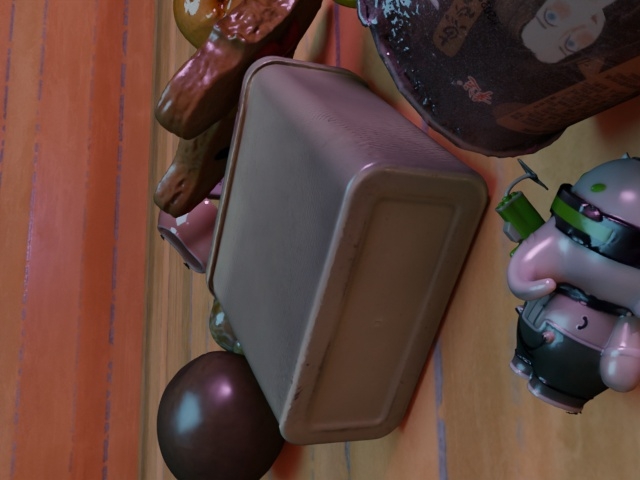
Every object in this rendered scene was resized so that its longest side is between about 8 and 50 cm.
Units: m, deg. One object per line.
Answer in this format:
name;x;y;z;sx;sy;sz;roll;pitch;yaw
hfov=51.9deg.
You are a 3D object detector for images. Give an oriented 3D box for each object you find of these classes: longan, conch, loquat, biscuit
longan;-0.165;0.290;1.073;0.246;0.215;0.245;-13;70;42
conch;-0.147;0.139;1.208;0.173;0.106;0.116;-87;-6;-53
loquat;-0.175;-0.445;1.248;0.208;0.208;0.208;-176;90;-67
biscuit;-0.122;-0.206;0.999;0.368;0.076;0.394;-54;-2;-37

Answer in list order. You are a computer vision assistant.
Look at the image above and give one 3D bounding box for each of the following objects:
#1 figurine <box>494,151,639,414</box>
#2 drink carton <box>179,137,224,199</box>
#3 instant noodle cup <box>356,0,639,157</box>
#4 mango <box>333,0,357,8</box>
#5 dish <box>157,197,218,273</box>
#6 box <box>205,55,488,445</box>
figurine;0.185;0.016;0.423;0.147;0.126;0.192;-95;28;-70
drink carton;-0.227;-0.200;1.401;0.102;0.134;0.222;176;97;-64
instant noodle cup;0.166;-0.175;0.393;0.207;0.218;0.217;-13;74;59
mango;0.073;-0.390;0.713;0.185;0.149;0.272;-115;42;-61
dish;-0.254;-0.006;1.344;0.090;0.213;0.213;-46;11;-22
box;0.000;0.000;0.788;0.344;0.178;0.351;-125;45;-55
